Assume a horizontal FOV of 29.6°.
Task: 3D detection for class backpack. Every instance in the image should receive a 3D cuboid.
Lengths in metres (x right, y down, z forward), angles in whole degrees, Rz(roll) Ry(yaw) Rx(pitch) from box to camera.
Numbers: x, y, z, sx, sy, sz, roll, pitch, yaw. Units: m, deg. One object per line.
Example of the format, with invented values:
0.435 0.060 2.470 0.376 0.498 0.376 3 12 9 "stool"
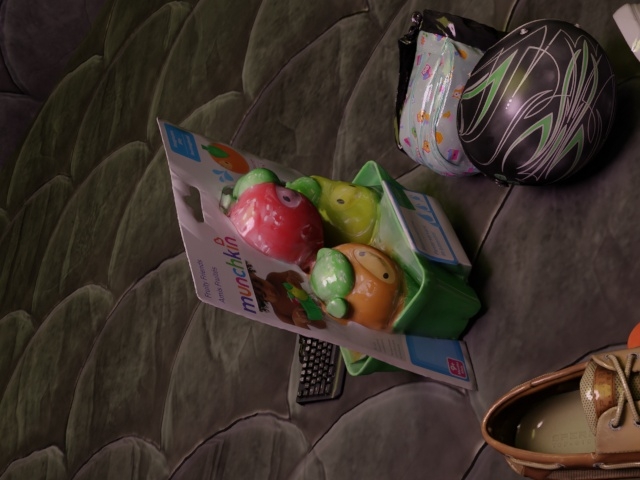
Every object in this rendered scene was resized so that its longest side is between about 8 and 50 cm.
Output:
0.160 -0.167 1.427 0.115 0.152 0.182 -149 74 -67 "backpack"

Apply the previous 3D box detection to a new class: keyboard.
0.000 0.122 1.561 0.108 0.023 0.180 -19 52 49 "keyboard"

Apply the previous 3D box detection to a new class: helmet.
0.233 -0.143 1.285 0.161 0.169 0.169 -29 43 65 "helmet"

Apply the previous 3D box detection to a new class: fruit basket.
0.000 0.000 1.337 0.165 0.353 0.327 -50 34 23 "fruit basket"

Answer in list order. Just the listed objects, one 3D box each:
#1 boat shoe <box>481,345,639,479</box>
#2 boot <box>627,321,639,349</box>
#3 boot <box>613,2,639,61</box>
0.275 0.150 1.047 0.324 0.120 0.122 -29 49 43 "boat shoe"
0.323 0.063 1.081 0.158 0.085 0.059 -39 45 39 "boot"
0.389 -0.177 1.165 0.123 0.095 0.258 -43 45 20 "boot"
